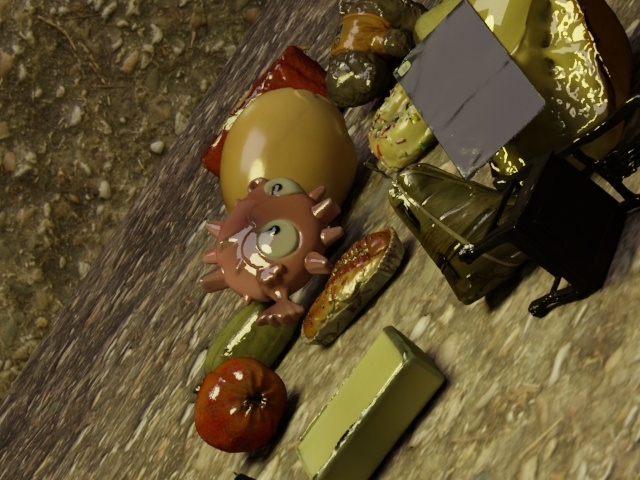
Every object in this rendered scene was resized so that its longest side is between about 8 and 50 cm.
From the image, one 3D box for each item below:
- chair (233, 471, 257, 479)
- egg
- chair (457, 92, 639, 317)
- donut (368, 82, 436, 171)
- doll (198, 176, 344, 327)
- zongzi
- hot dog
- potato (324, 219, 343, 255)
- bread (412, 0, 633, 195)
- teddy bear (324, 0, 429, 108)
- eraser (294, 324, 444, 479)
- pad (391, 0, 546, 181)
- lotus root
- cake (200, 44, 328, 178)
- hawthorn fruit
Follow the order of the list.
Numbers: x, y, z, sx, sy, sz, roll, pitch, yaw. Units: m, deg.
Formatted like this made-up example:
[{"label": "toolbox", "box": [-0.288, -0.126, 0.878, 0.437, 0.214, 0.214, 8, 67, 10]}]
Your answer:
[{"label": "chair", "box": [-0.090, 0.301, 1.819, 0.042, 0.037, 0.086, -66, 12, 0]}, {"label": "egg", "box": [-0.052, -0.102, 2.253, 0.201, 0.201, 0.244, -35, 27, 51]}, {"label": "chair", "box": [0.244, -0.032, 1.399, 0.229, 0.106, 0.113, -34, 25, 55]}, {"label": "donut", "box": [0.128, -0.176, 2.127, 0.174, 0.068, 0.174, -48, 17, 20]}, {"label": "doll", "box": [-0.065, 0.011, 2.065, 0.211, 0.093, 0.262, -19, 48, 17]}, {"label": "zongzi", "box": [0.163, -0.054, 1.574, 0.178, 0.189, 0.081, -42, -13, 30]}, {"label": "hot dog", "box": [0.038, 0.056, 1.929, 0.192, 0.053, 0.099, -49, 20, 29]}, {"label": "potato", "box": [0.000, 0.000, 2.183, 0.083, 0.040, 0.051, -41, 15, 37]}, {"label": "bread", "box": [0.241, -0.181, 1.635, 0.204, 0.163, 0.262, -40, 63, 39]}, {"label": "teddy bear", "box": [0.073, -0.297, 2.441, 0.177, 0.140, 0.190, -25, 42, 56]}, {"label": "eraser", "box": [0.051, 0.182, 1.610, 0.172, 0.058, 0.117, -53, 16, 4]}, {"label": "pad", "box": [0.151, -0.159, 1.596, 0.116, 0.004, 0.193, -46, 46, 18]}, {"label": "lotus root", "box": [-0.100, 0.149, 2.090, 0.183, 0.077, 0.090, -51, 21, -1]}, {"label": "cake", "box": [-0.080, -0.204, 2.669, 0.283, 0.151, 0.177, -53, 3, 5]}, {"label": "hawthorn fruit", "box": [-0.103, 0.209, 1.919, 0.128, 0.128, 0.128, -49, 16, 20]}]
